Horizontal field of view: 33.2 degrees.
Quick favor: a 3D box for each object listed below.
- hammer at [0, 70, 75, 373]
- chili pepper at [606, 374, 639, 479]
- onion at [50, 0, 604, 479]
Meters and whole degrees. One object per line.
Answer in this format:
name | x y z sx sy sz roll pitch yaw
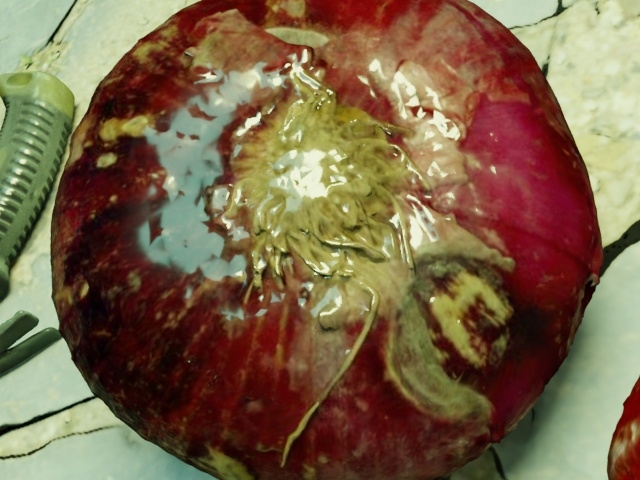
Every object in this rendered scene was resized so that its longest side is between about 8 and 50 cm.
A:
hammer | -0.218 -0.012 0.710 0.158 0.041 0.226 1 61 28
chili pepper | 0.165 0.063 0.336 0.136 0.253 0.144 40 75 21
onion | 0.000 0.000 0.494 0.246 0.190 0.246 -2 67 4
